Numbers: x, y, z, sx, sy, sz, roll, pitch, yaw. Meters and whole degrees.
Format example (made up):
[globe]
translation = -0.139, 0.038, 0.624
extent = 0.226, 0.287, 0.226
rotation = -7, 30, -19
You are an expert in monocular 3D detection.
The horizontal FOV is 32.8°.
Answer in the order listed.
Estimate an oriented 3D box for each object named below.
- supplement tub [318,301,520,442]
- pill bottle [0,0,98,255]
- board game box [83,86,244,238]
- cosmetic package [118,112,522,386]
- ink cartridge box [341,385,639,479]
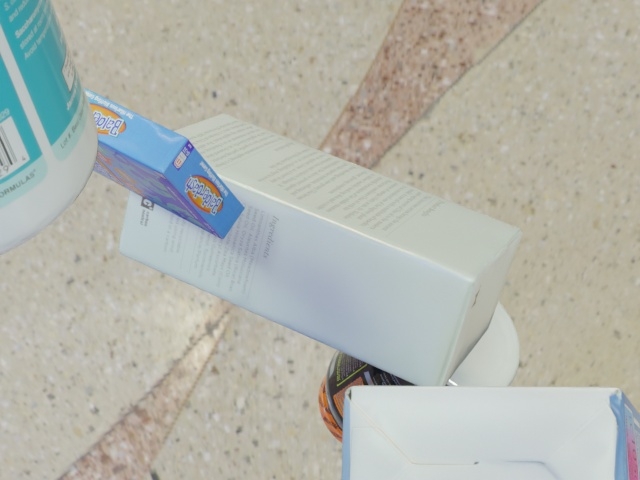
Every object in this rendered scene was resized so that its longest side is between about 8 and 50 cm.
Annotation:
[supplement tub]
translation = 0.142, 0.210, 1.727
extent = 0.207, 0.338, 0.207
rotation = 14, 58, -23
[pill bottle]
translation = -0.200, -0.121, 0.471
extent = 0.146, 0.264, 0.146
rotation = -6, 42, 6
[board game box]
translation = -0.198, -0.091, 1.148
extent = 0.210, 0.160, 0.047
rotation = 27, 77, 28
[cosmetic package]
translation = 0.000, 0.000, 1.391
extent = 0.453, 0.161, 0.230
rotation = 22, 24, 17
[ink cartridge box]
translation = 0.215, 0.257, 1.155
extent = 0.270, 0.395, 0.151
rotation = -3, 74, 22
